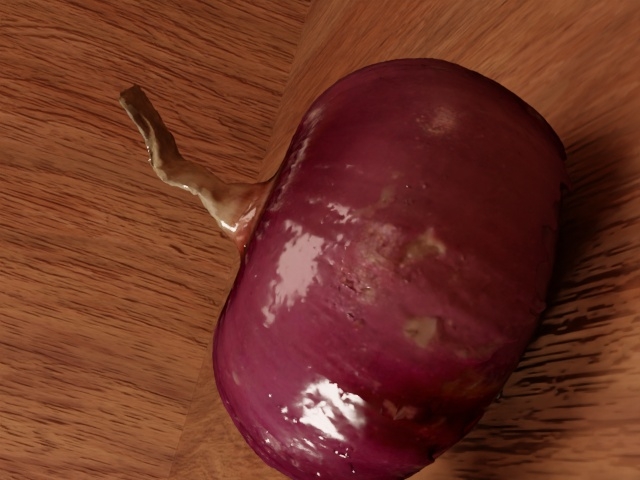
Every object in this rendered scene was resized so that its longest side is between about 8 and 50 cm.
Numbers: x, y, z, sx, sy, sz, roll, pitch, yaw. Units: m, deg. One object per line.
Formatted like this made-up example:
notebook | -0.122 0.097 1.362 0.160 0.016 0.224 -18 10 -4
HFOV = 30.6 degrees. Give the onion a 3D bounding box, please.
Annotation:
onion | 0.032 0.020 0.956 0.358 0.345 0.358 -47 -31 -41
